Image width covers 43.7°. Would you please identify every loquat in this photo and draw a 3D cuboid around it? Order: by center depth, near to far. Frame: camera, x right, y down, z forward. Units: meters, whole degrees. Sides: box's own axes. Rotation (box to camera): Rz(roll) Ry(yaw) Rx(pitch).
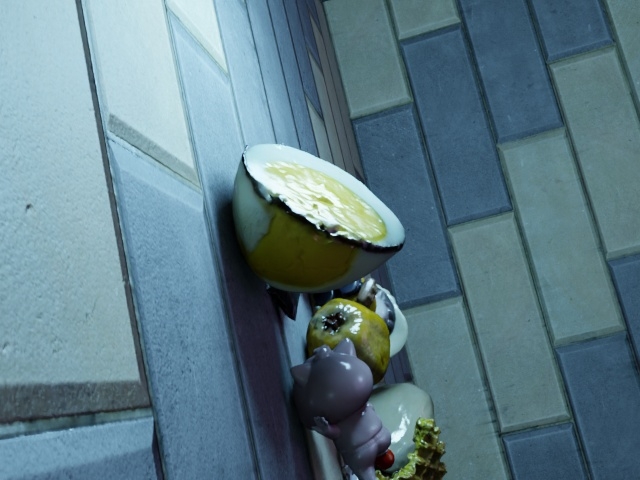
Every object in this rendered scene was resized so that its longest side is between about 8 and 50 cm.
[{"bbox_3d":[0.059,0.224,1.720,0.234,0.176,0.187,48,26,-45],"label":"loquat"}]

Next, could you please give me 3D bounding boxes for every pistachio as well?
[{"bbox_3d":[0.200,0.503,2.087,0.226,0.208,0.332,31,35,-4],"label":"pistachio"}]

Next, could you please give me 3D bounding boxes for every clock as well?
[{"bbox_3d":[0.068,0.510,1.745,0.087,0.041,0.129,29,52,-82],"label":"clock"}]

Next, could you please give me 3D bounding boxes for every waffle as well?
[{"bbox_3d":[0.202,0.588,1.912,0.293,0.069,0.260,-33,123,-35],"label":"waffle"}]

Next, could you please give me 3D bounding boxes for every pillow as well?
[{"bbox_3d":[-0.067,0.085,1.581,0.150,0.048,0.090,-83,159,-60],"label":"pillow"}]

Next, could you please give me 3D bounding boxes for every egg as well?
[{"bbox_3d":[-0.033,-0.018,1.439,0.337,0.201,0.337,29,25,-15],"label":"egg"}]

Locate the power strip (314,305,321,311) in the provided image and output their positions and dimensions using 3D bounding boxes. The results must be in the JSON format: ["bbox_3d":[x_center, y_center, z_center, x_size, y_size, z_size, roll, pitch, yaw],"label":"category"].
[{"bbox_3d":[0.038,0.286,1.879,0.093,0.053,0.288,-74,149,-72],"label":"power strip"}]

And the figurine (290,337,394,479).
[{"bbox_3d":[0.042,0.338,1.507,0.287,0.176,0.186,58,-32,-4],"label":"figurine"}]

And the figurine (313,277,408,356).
[{"bbox_3d":[0.088,0.154,2.018,0.332,0.185,0.204,56,13,-41],"label":"figurine"}]
